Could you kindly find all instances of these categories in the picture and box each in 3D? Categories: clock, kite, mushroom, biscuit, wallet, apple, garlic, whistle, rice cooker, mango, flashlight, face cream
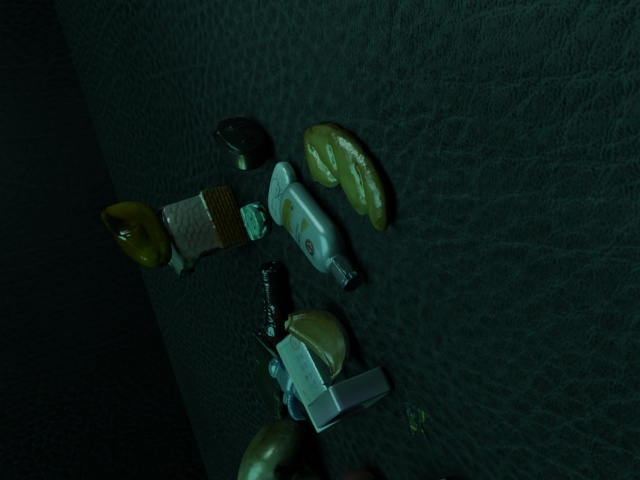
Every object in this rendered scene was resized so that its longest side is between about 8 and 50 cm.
[{"bbox_3d":[0.068,0.371,1.647,0.063,0.150,0.197,65,154,18],"label":"clock"},{"bbox_3d":[0.212,0.395,1.546,0.090,0.004,0.122,60,153,21],"label":"kite"},{"bbox_3d":[-0.098,0.718,2.175,0.290,0.292,0.292,25,138,13],"label":"mushroom"},{"bbox_3d":[0.051,-0.147,1.431,0.299,0.045,0.154,41,141,46],"label":"biscuit"},{"bbox_3d":[-0.161,0.440,2.280,0.169,0.044,0.317,44,146,36],"label":"wallet"},{"bbox_3d":[0.106,0.673,1.828,0.153,0.120,0.153,165,90,-69],"label":"apple"},{"bbox_3d":[-0.176,-0.059,1.947,0.135,0.041,0.101,-23,87,65],"label":"clock"},{"bbox_3d":[0.016,0.243,1.712,0.115,0.128,0.207,-50,61,14],"label":"garlic"},{"bbox_3d":[-0.061,0.408,1.999,0.269,0.093,0.180,34,112,50],"label":"whistle"},{"bbox_3d":[-0.202,-0.246,1.784,0.165,0.112,0.106,41,148,46],"label":"rice cooker"},{"bbox_3d":[-0.498,-0.010,1.969,0.236,0.136,0.166,44,162,40],"label":"mango"},{"bbox_3d":[-0.127,0.173,1.972,0.093,0.093,0.232,34,134,52],"label":"flashlight"},{"bbox_3d":[0.000,0.000,1.605,0.291,0.071,0.144,53,150,31],"label":"face cream"}]

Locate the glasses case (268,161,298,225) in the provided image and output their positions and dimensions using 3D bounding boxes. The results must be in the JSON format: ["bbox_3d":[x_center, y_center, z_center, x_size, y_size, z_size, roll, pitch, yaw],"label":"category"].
[{"bbox_3d":[-0.094,-0.114,1.733,0.076,0.049,0.197,57,152,27],"label":"glasses case"}]

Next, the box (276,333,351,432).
[{"bbox_3d":[-0.008,0.356,1.840,0.135,0.079,0.269,-46,67,47],"label":"box"}]

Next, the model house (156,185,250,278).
[{"bbox_3d":[-0.353,-0.022,2.111,0.202,0.237,0.237,65,159,8],"label":"model house"}]

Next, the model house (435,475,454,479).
[{"bbox_3d":[0.193,0.599,1.477,0.169,0.244,0.326,65,-172,17],"label":"model house"}]
